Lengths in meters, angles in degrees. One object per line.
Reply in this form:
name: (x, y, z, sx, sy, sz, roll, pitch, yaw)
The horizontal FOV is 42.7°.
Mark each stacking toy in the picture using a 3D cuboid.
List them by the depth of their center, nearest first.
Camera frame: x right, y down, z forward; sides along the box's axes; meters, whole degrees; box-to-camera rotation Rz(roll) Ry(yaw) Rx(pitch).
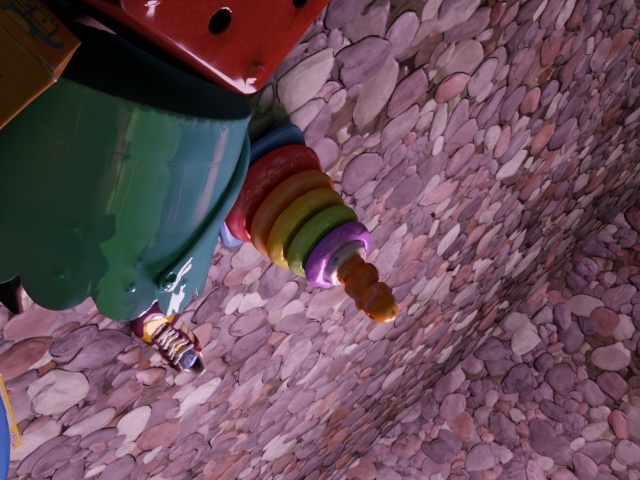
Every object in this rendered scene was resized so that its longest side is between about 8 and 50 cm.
stacking toy: (0.000, 0.000, 1.091, 0.165, 0.302, 0.175, -36, 151, -19)

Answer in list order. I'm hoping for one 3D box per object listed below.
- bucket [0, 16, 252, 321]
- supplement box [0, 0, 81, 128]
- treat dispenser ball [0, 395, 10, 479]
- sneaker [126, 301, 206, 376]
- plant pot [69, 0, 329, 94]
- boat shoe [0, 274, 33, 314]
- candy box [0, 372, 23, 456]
bucket: (-0.202, -0.076, 0.741, 0.281, 0.281, 0.183, -4, 123, -53)
supplement box: (-0.275, -0.081, 0.567, 0.233, 0.080, 0.078, -34, 113, 20)
treat dispenser ball: (-0.441, 0.205, 0.759, 0.288, 0.288, 0.288, -34, 151, -22)
sneaker: (-0.220, 0.147, 1.220, 0.069, 0.084, 0.185, -43, 153, -5)
plant pot: (-0.111, -0.272, 0.633, 0.267, 0.236, 0.267, -50, 152, 8)
boat shoe: (-0.326, 0.002, 0.905, 0.072, 0.068, 0.190, -41, 165, -38)
candy box: (-0.460, 0.250, 1.082, 0.105, 0.027, 0.206, -31, 150, -32)
